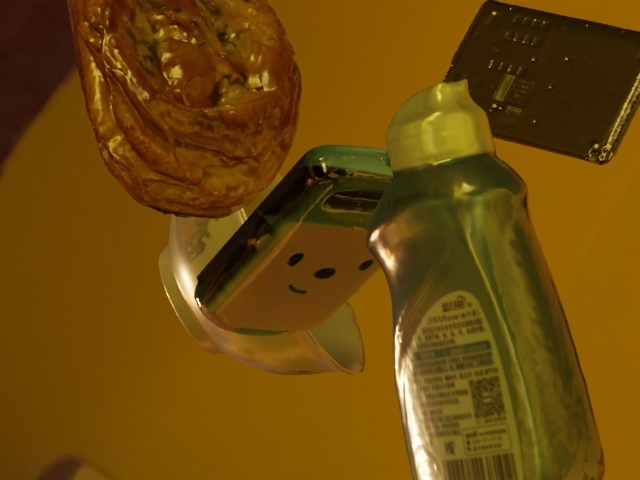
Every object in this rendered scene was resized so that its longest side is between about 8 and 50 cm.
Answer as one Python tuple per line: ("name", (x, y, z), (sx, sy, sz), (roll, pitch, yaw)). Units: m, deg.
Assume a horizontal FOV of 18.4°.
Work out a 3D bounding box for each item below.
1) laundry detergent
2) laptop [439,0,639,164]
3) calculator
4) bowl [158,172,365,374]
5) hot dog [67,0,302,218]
("laundry detergent", (0.102, 0.039, 1.332), (0.143, 0.094, 0.289), (-11, -91, 55))
("laptop", (0.187, -0.134, 1.655), (0.180, 0.129, 0.016), (17, -20, 32))
("calculator", (0.000, 0.000, 1.908), (0.173, 0.051, 0.293), (7, -40, -37))
("bowl", (-0.094, 0.042, 2.401), (0.345, 0.157, 0.345), (58, 11, -18))
("hot dog", (-0.120, -0.150, 1.622), (0.196, 0.272, 0.122), (13, -46, -26))
